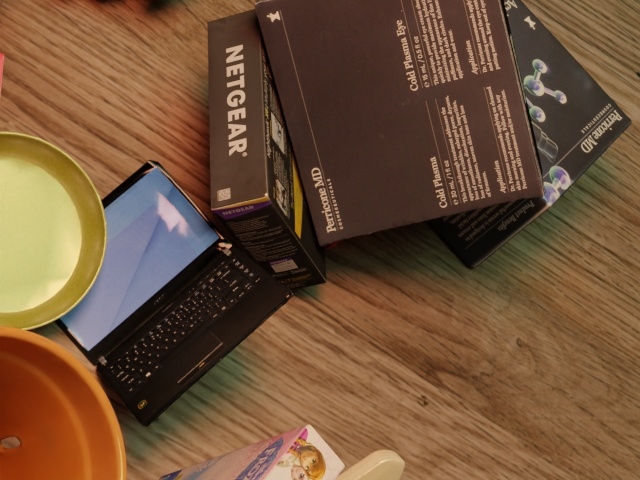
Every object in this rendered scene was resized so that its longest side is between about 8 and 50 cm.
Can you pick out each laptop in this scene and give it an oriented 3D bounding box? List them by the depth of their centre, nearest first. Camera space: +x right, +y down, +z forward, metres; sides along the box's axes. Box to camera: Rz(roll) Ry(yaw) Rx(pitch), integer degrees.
[{"bbox_3d":[-0.206,0.055,1.515,0.234,0.264,0.137,-42,124,-9],"label":"laptop"}]

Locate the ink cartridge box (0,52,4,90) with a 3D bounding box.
[{"bbox_3d":[-0.526,-0.169,1.546,0.237,0.100,0.172,12,57,-26],"label":"ink cartridge box"}]

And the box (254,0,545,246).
[{"bbox_3d":[0.115,-0.203,1.694,0.179,0.312,0.343,-56,133,-74],"label":"box"}]

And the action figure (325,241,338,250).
[{"bbox_3d":[0.000,0.000,1.808,0.038,0.030,0.115,48,48,10],"label":"action figure"}]

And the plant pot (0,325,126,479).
[{"bbox_3d":[-0.377,0.248,1.286,0.290,0.203,0.291,15,67,-40],"label":"plant pot"}]

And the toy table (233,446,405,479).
[{"bbox_3d":[-0.011,0.356,1.463,0.160,0.252,0.274,13,26,-27],"label":"toy table"}]

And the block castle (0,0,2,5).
[{"bbox_3d":[-0.583,-0.403,1.497,0.453,0.213,0.303,21,28,-10],"label":"block castle"}]

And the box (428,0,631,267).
[{"bbox_3d":[0.234,-0.213,1.955,0.395,0.212,0.293,48,49,1],"label":"box"}]

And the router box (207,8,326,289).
[{"bbox_3d":[-0.072,-0.119,1.704,0.243,0.081,0.309,57,25,-55],"label":"router box"}]

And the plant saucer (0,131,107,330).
[{"bbox_3d":[-0.378,-0.010,1.498,0.240,0.037,0.241,4,82,-26],"label":"plant saucer"}]

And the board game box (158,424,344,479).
[{"bbox_3d":[-0.165,0.348,1.307,0.066,0.318,0.319,51,48,-10],"label":"board game box"}]
